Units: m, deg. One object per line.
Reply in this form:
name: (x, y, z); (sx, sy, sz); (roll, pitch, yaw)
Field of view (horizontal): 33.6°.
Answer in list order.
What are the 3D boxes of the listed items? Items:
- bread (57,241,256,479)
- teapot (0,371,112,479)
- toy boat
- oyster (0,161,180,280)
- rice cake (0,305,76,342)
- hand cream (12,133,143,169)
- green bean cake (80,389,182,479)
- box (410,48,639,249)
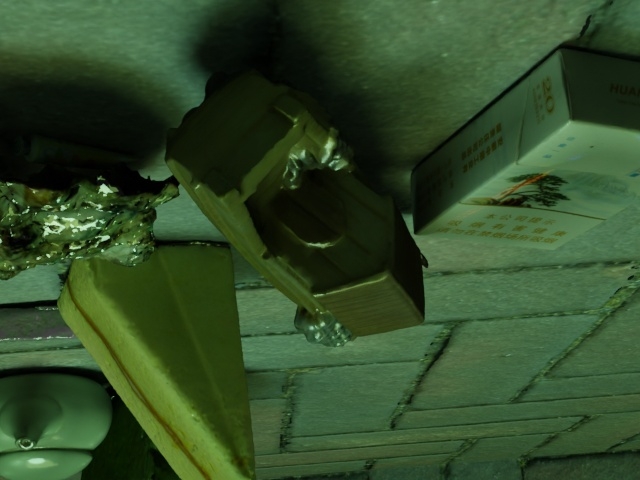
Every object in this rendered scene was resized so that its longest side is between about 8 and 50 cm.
bread: (-0.168, 0.142, 1.060); (0.163, 0.264, 0.167); (1, 154, -20)
teapot: (-0.460, 0.287, 1.558); (0.318, 0.149, 0.220); (-16, 156, 26)
toy boat: (0.000, 0.000, 0.814); (0.136, 0.162, 0.445); (-48, 159, -3)
oyster: (-0.218, -0.016, 0.809); (0.198, 0.092, 0.260); (-2, 179, -32)
rice cake: (-0.376, 0.100, 1.207); (0.207, 0.047, 0.036); (-4, 167, -1)
hand cream: (-0.188, -0.066, 0.823); (0.102, 0.022, 0.035); (8, 161, -43)
green bean cake: (-0.227, 0.384, 1.615); (0.218, 0.334, 0.319); (9, 161, -31)
box: (0.190, -0.063, 0.850); (0.150, 0.067, 0.233); (3, 159, -23)
